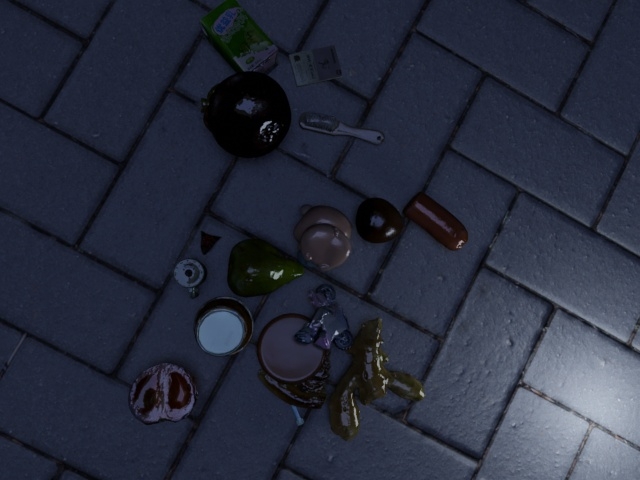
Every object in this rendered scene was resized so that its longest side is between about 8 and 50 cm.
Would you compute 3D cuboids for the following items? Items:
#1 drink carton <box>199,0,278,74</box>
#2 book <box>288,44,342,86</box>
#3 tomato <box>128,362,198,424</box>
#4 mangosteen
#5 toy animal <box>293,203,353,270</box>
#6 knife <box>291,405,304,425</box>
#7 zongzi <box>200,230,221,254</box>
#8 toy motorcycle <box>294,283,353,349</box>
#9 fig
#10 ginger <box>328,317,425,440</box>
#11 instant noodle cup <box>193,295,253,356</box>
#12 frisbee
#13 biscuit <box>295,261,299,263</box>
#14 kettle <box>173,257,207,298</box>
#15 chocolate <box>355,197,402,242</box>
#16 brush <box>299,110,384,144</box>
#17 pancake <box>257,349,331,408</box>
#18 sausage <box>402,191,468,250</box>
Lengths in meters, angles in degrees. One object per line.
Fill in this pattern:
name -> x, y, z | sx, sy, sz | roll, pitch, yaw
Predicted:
drink carton -> -0.291, -0.712, 1.753 | 0.161, 0.108, 0.271 | -41, 90, -9
book -> -0.017, -0.655, 1.824 | 0.182, 0.014, 0.127 | -14, 88, -6
tomato -> -0.529, 0.518, 1.666 | 0.228, 0.112, 0.199 | 0, 80, -5
mangosteen -> -0.247, -0.437, 1.673 | 0.297, 0.313, 0.297 | -9, 125, -13
toy animal -> 0.010, -0.014, 1.687 | 0.210, 0.221, 0.229 | 28, 81, -13
knife -> -0.088, 0.620, 1.755 | 0.027, 0.010, 0.096 | -23, 87, -6
zongzi -> -0.410, -0.003, 1.742 | 0.073, 0.067, 0.083 | 35, 66, 8
toy motorcycle -> -0.006, 0.286, 1.707 | 0.204, 0.108, 0.239 | -16, 61, -22
fig -> -0.181, 0.104, 1.693 | 0.275, 0.206, 0.206 | 8, 86, -19
ginger -> 0.151, 0.488, 1.744 | 0.363, 0.122, 0.348 | -26, 88, -1
instant noodle cup -> -0.336, 0.302, 1.664 | 0.216, 0.172, 0.215 | 0, 86, -7
frisbee -> -0.101, 0.385, 1.735 | 0.251, 0.021, 0.250 | 2, 73, -6
biscuit -> -0.115, 0.109, 1.775 | 0.092, 0.016, 0.082 | -28, 89, -5
kettle -> -0.436, 0.124, 1.676 | 0.098, 0.148, 0.127 | -35, 90, -8
chocolate -> 0.214, -0.069, 1.757 | 0.177, 0.177, 0.176 | 0, 87, -6
brush -> 0.083, -0.418, 1.800 | 0.327, 0.065, 0.070 | 13, 83, -6
pancake -> -0.062, 0.474, 1.741 | 0.266, 0.057, 0.244 | 39, 83, -1
sausage -> 0.434, -0.067, 1.793 | 0.259, 0.113, 0.113 | 38, 84, -2
